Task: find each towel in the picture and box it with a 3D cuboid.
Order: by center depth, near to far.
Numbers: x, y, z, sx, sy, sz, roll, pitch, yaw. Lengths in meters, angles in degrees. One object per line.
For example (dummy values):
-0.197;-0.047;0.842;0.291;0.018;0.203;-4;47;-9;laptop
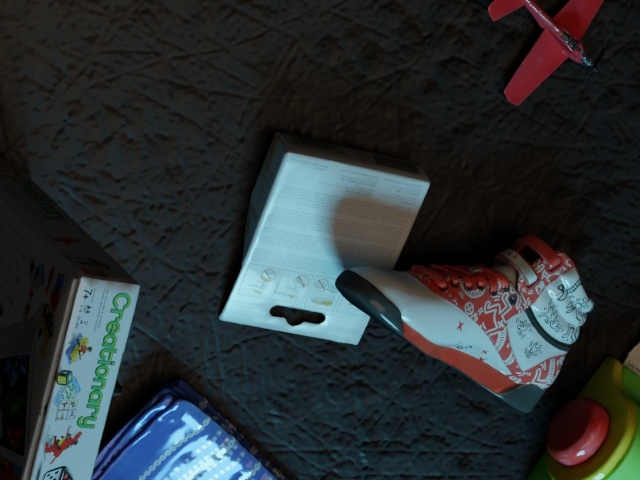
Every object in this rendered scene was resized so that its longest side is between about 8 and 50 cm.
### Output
-0.107;0.310;1.600;0.243;0.040;0.336;-46;115;-2;towel

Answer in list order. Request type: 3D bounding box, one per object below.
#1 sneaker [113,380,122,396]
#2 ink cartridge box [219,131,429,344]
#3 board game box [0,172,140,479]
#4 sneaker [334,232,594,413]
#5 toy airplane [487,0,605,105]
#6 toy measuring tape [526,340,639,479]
-0.254;0.201;1.489;0.090;0.081;0.232;27;93;-18;sneaker
0.000;0.000;1.560;0.145;0.045;0.179;11;119;-24;ink cartridge box
-0.229;0.076;1.339;0.053;0.305;0.193;10;102;-27;board game box
0.138;0.043;1.575;0.270;0.090;0.145;32;92;-37;sneaker
0.205;-0.200;1.573;0.151;0.028;0.151;-6;106;-20;toy airplane
0.313;0.154;1.671;0.121;0.121;0.330;37;90;-25;toy measuring tape
